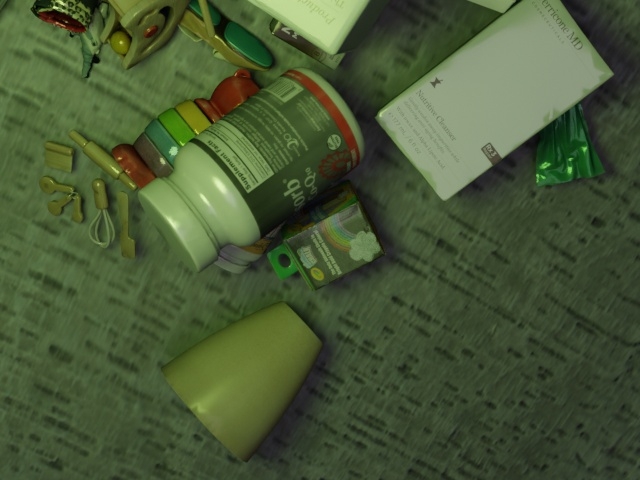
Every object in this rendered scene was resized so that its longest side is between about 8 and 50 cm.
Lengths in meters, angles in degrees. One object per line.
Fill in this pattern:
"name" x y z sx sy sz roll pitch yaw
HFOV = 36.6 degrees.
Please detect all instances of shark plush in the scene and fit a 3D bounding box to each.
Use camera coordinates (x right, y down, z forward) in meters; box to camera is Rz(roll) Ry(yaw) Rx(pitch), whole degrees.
"shark plush" -0.427 -0.380 1.769 0.067 0.073 0.161 12 131 12

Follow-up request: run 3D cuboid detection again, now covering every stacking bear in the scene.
"stacking bear" -0.222 -0.193 1.796 0.289 0.164 0.175 -38 115 -2

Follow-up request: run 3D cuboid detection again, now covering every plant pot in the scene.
"plant pot" -0.136 0.258 1.959 0.274 0.256 0.256 -43 111 -6

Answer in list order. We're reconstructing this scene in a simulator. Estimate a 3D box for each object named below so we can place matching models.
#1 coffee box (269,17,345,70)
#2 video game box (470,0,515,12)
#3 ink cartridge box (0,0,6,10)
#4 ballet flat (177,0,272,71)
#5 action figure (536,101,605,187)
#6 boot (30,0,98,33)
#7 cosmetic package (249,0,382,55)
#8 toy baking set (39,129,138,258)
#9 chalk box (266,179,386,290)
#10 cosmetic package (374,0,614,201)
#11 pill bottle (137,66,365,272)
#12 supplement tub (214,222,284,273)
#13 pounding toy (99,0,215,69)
"coffee box" 0.027 -0.452 1.746 0.141 0.098 0.246 29 106 -16
"video game box" 0.249 -0.514 1.707 0.205 0.187 0.048 16 150 -15
"ink cartridge box" -0.692 -0.432 1.702 0.239 0.060 0.275 40 104 7
"ballet flat" -0.192 -0.380 1.779 0.232 0.080 0.073 39 131 -16
"action figure" 0.472 -0.232 1.904 0.137 0.063 0.232 -13 106 1
"boot" -0.466 -0.475 1.648 0.236 0.085 0.178 24 70 -18
"cosmetic package" 0.014 -0.535 1.462 0.329 0.327 0.393 35 105 -1
"toy baking set" -0.429 -0.087 1.845 0.256 0.030 0.196 37 126 2
"chalk box" 0.000 0.000 1.911 0.213 0.132 0.132 -26 113 6
"cosmetic package" 0.316 -0.273 1.799 0.385 0.156 0.217 -39 95 11
"pill bottle" -0.119 -0.119 1.666 0.363 0.210 0.210 -38 113 -15
"supplement tub" -0.143 -0.051 1.866 0.144 0.144 0.199 30 106 -16
"pounding toy" -0.284 -0.372 1.647 0.155 0.154 0.269 51 144 4
